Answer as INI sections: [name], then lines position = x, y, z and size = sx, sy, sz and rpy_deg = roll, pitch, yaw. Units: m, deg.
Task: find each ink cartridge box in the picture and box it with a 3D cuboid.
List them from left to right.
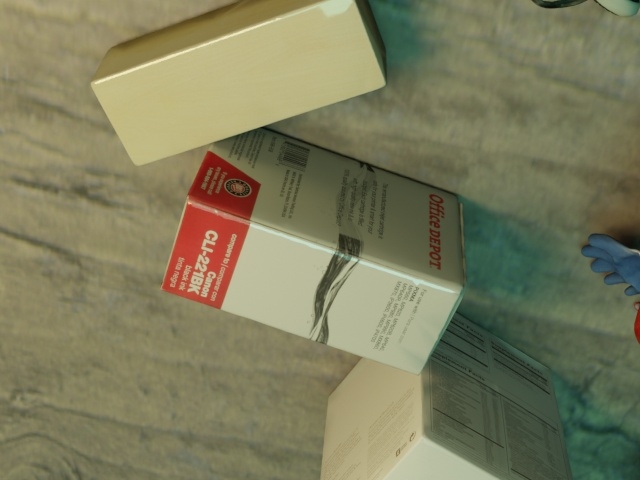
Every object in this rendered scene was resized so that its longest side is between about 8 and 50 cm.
[ink cartridge box]
position = 0.000, 0.000, 1.017
size = 0.272, 0.197, 0.114
rpy_deg = 18, 120, -4

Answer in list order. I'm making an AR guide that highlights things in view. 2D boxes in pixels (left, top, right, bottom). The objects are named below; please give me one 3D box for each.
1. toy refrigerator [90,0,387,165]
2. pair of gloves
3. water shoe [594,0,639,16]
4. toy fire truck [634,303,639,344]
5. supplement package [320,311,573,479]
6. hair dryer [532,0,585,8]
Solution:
[toy refrigerator]
position = -0.077, -0.174, 0.992
size = 0.269, 0.094, 0.102
rpy_deg = -16, 122, 15
[pair of gloves]
position = 0.361, 0.070, 1.054
size = 0.023, 0.159, 0.198
rpy_deg = -45, 108, -6
[water shoe]
position = 0.238, -0.290, 0.909
size = 0.203, 0.073, 0.080
rpy_deg = 41, 112, -17
[toy fire truck]
position = 0.448, 0.004, 0.948
size = 0.253, 0.302, 0.169
rpy_deg = 23, 161, -3
[supplement package]
position = 0.132, 0.235, 1.094
size = 0.198, 0.263, 0.199
rpy_deg = 31, 117, -12
[hair dryer]
position = 0.303, -0.321, 0.830
size = 0.293, 0.080, 0.224
rpy_deg = -20, 155, -14
